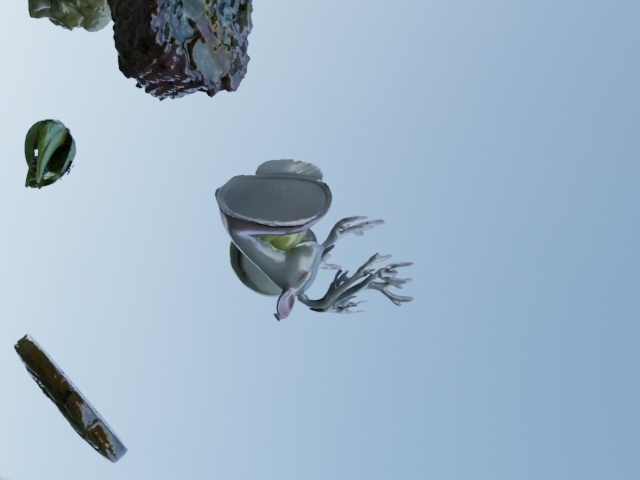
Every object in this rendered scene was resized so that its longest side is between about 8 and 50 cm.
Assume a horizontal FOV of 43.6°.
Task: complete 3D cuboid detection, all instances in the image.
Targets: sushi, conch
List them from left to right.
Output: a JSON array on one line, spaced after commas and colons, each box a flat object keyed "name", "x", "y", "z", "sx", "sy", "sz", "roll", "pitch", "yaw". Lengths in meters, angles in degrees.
[{"name": "conch", "x": -0.516, "y": -0.176, "z": 1.527, "sx": 0.079, "sy": 0.095, "sz": 0.200, "roll": 99, "pitch": -21, "yaw": -51}, {"name": "sushi", "x": -0.222, "y": -0.358, "z": 1.299, "sx": 0.171, "sy": 0.237, "sz": 0.269, "roll": -4, "pitch": -93, "yaw": 44}]

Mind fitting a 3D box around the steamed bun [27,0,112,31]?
[{"name": "steamed bun", "x": -0.524, "y": -0.556, "z": 1.645, "sx": 0.296, "sy": 0.137, "sz": 0.292, "roll": 36, "pitch": -50, "yaw": 0}]

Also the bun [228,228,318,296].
[{"name": "bun", "x": -0.095, "y": 0.022, "z": 1.541, "sx": 0.120, "sy": 0.173, "sz": 0.172, "roll": -163, "pitch": -117, "yaw": -70}]

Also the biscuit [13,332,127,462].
[{"name": "biscuit", "x": -0.623, "y": 0.400, "z": 1.980, "sx": 0.394, "sy": 0.070, "sz": 0.350, "roll": 53, "pitch": -18, "yaw": -9}]

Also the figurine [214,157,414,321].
[{"name": "figurine", "x": 0.000, "y": 0.012, "z": 1.359, "sx": 0.315, "sy": 0.285, "sz": 0.206, "roll": 77, "pitch": -8, "yaw": -54}]
